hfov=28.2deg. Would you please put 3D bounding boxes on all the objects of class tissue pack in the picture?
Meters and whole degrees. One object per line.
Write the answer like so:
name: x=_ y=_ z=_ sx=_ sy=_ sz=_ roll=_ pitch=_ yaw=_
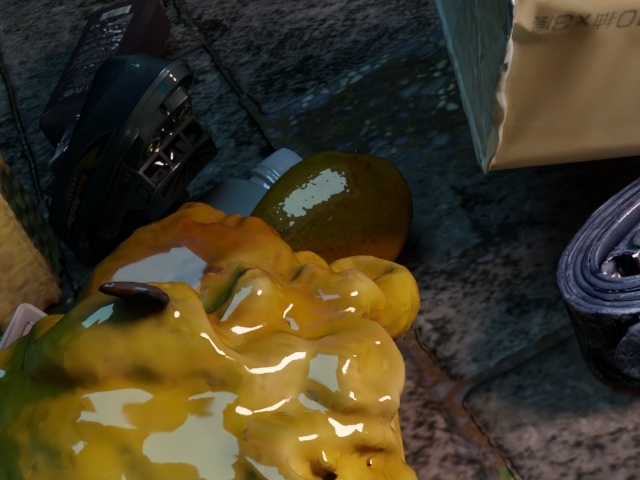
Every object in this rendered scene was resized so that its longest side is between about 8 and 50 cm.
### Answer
tissue pack: x=0.285 y=-0.231 z=0.927 sx=0.404 sy=0.205 sz=0.332 roll=-5 pitch=53 yaw=-5

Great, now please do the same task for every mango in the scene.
mango: x=-0.002 y=-0.007 z=1.029 sx=0.165 sy=0.089 sz=0.115 roll=-28 pitch=77 yaw=0

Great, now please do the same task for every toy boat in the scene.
toy boat: x=-0.165 y=-0.076 z=1.129 sx=0.114 sy=0.122 sz=0.296 roll=-52 pitch=2 yaw=-30

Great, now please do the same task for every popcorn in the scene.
popcorn: x=-0.085 y=0.110 z=0.797 sx=0.297 sy=0.281 sz=0.316 roll=0 pitch=51 yaw=6

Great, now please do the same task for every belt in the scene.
belt: x=0.244 y=0.015 z=0.859 sx=0.190 sy=0.082 sz=0.141 roll=-37 pitch=30 yaw=-19

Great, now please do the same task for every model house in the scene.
model house: x=-0.351 y=-0.020 z=1.197 sx=0.160 sy=0.196 sz=0.254 roll=-38 pitch=37 yaw=-18

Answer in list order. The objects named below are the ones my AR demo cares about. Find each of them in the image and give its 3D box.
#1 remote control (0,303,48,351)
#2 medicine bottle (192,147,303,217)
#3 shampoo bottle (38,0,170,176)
remote control: x=-0.232 y=0.185 z=0.935 sx=0.055 sy=0.109 sz=0.313 roll=-43 pitch=21 yaw=34
medicine bottle: x=-0.083 y=-0.003 z=1.108 sx=0.183 sy=0.069 sz=0.119 roll=-40 pitch=26 yaw=-19
shampoo bottle: x=-0.249 y=-0.171 z=1.444 sx=0.098 sy=0.071 sz=0.309 roll=-12 pitch=36 yaw=17
